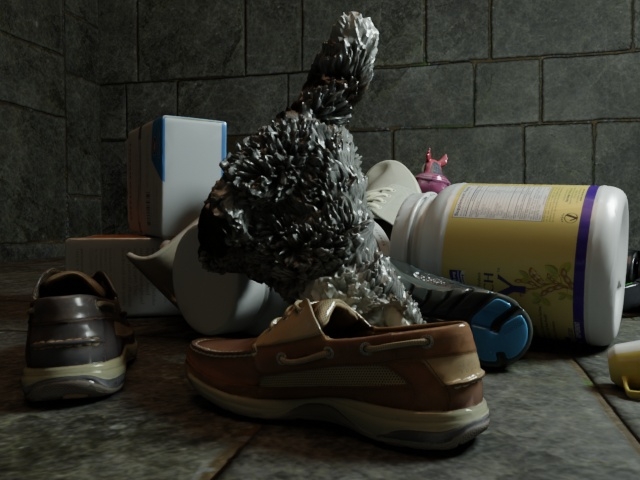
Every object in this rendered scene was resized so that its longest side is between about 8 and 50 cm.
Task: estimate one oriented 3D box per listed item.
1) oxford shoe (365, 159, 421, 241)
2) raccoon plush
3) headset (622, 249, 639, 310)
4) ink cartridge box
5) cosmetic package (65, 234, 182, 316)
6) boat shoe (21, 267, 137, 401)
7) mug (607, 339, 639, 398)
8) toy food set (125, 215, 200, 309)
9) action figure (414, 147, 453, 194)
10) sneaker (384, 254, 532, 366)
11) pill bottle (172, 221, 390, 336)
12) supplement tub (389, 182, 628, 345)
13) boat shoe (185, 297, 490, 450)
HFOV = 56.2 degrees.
[{"bbox_3d":[0.136,-0.057,1.358,0.169,0.130,0.450,-24,34,28],"label":"oxford shoe"},{"bbox_3d":[0.053,-0.048,0.725,0.299,0.447,0.216,26,3,14],"label":"raccoon plush"},{"bbox_3d":[0.628,0.051,1.285,0.393,0.185,0.243,-14,9,-28],"label":"headset"},{"bbox_3d":[-0.304,-0.124,1.234,0.128,0.223,0.307,-2,5,-29],"label":"ink cartridge box"},{"bbox_3d":[-0.282,0.068,1.286,0.452,0.162,0.230,0,2,-9],"label":"cosmetic package"},{"bbox_3d":[-0.301,0.100,0.772,0.132,0.130,0.355,-1,2,-22],"label":"boat shoe"},{"bbox_3d":[0.353,0.138,0.660,0.064,0.062,0.078,-8,-9,28],"label":"mug"},{"bbox_3d":[-0.176,-0.011,1.091,0.092,0.306,0.220,38,-16,36],"label":"toy food set"},{"bbox_3d":[0.248,-0.050,1.482,0.247,0.371,0.275,5,-2,17],"label":"action figure"},{"bbox_3d":[0.125,0.097,0.856,0.340,0.125,0.139,20,-2,22],"label":"sneaker"},{"bbox_3d":[-0.052,0.053,1.026,0.204,0.204,0.361,2,2,43],"label":"pill bottle"},{"bbox_3d":[0.302,0.029,0.965,0.331,0.241,0.241,4,4,31],"label":"supplement tub"},{"bbox_3d":[0.004,0.112,0.588,0.324,0.117,0.123,1,2,28],"label":"boat shoe"}]
